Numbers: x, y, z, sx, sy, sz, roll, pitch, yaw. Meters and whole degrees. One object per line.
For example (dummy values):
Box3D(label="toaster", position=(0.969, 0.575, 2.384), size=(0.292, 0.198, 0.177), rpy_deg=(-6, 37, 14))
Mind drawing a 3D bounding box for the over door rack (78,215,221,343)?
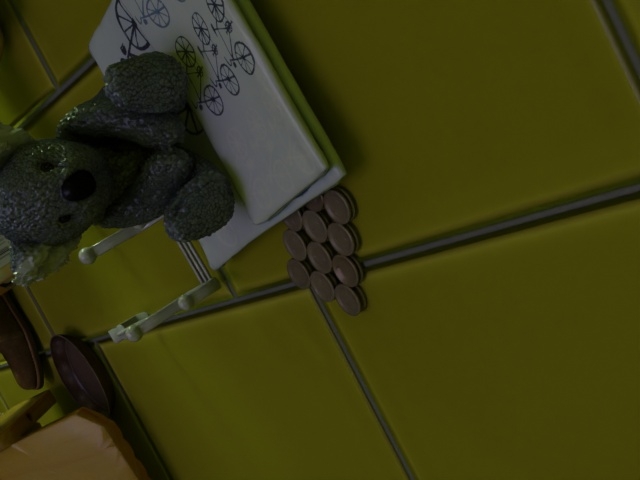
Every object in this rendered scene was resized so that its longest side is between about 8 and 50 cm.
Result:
Box3D(label="over door rack", position=(-0.269, 0.010, 1.338), size=(0.239, 0.108, 0.324), rpy_deg=(61, 150, -2))

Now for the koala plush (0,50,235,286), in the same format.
Box3D(label="koala plush", position=(-0.240, -0.063, 1.071), size=(0.203, 0.221, 0.196), rpy_deg=(8, 124, 57))

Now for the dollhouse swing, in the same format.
Box3D(label="dollhouse swing", position=(-0.381, 0.413, 1.833), size=(0.305, 0.315, 0.347), rpy_deg=(-30, 96, 13))

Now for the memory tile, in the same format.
Box3D(label="memory tile", position=(0.000, 0.000, 1.067), size=(0.113, 0.012, 0.148), rpy_deg=(25, 134, 41))

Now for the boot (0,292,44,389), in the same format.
Box3D(label="boot", position=(-0.592, 0.148, 1.883), size=(0.112, 0.115, 0.305), rpy_deg=(1, 117, 51))

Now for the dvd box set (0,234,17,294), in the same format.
Box3D(label="dvd box set", position=(-0.593, 0.002, 1.387), size=(0.307, 0.420, 0.062), rpy_deg=(56, 177, 8))

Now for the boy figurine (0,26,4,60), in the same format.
Box3D(label="boy figurine", position=(-0.492, -0.285, 1.407), size=(0.285, 0.092, 0.177), rpy_deg=(12, 148, 51))

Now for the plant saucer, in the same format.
Box3D(label="plant saucer", position=(-0.389, 0.224, 1.749), size=(0.168, 0.029, 0.168), rpy_deg=(34, 140, 35))

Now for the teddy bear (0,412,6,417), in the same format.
Box3D(label="teddy bear", position=(-0.627, 0.469, 2.216), size=(0.245, 0.113, 0.338), rpy_deg=(66, 155, 1))

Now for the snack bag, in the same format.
Box3D(label="snack bag", position=(-0.133, -0.148, 1.088), size=(0.323, 0.037, 0.342), rpy_deg=(60, 150, 1))
